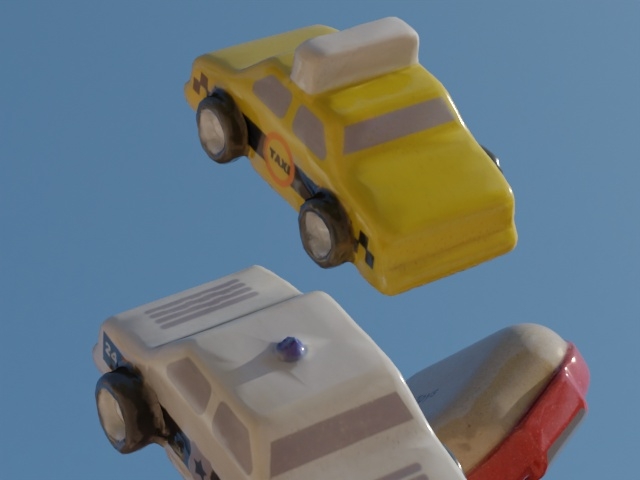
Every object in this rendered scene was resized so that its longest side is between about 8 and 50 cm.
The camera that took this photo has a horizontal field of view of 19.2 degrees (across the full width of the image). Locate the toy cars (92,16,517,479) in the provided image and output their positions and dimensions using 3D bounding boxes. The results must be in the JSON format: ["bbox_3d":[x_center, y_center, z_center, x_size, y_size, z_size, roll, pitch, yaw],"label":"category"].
[{"bbox_3d":[0.000,0.000,0.826,0.176,0.393,0.087,8,-52,3],"label":"toy cars"}]

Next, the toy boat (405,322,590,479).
[{"bbox_3d":[0.107,0.162,1.244,0.151,0.151,0.231,47,-34,-6],"label":"toy boat"}]
